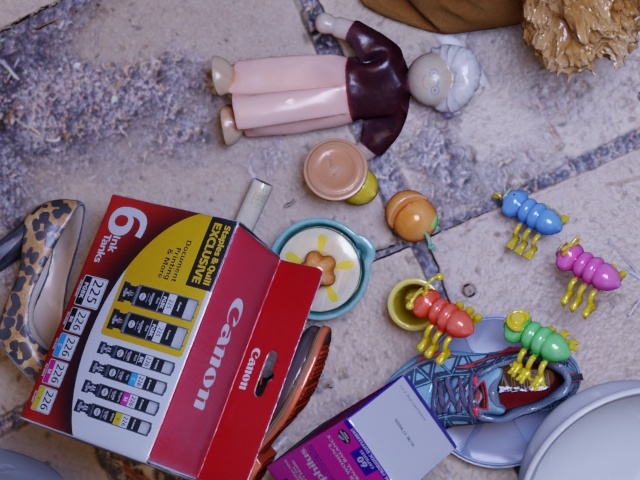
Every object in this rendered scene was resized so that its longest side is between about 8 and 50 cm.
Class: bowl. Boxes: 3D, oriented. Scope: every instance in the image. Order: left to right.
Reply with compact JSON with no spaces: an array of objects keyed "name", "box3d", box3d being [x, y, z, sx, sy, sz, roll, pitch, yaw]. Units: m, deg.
[{"name":"bowl","box3d":[0.365,0.285,1.389,0.298,0.134,0.298,-3,110,-9]}]

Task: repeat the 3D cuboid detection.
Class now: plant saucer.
[{"name":"plant saucer","box3d":[0.019,-0.092,1.453,0.083,0.013,0.083,-1,78,3]}]

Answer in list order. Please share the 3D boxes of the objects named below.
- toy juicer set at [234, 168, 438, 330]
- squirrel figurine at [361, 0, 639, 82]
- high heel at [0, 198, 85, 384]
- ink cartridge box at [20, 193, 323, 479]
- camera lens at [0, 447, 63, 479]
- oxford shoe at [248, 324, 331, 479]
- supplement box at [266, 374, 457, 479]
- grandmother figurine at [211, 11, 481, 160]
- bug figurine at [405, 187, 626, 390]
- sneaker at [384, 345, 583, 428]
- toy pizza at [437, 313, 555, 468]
[{"name":"toy juicer set","box3d":[0.000,0.000,1.476,0.329,0.089,0.209,5,96,8]},{"name":"squirrel figurine","box3d":[0.226,-0.371,1.322,0.397,0.370,0.281,31,92,6]},{"name":"high heel","box3d":[-0.347,0.080,1.515,0.186,0.093,0.261,-36,76,11]},{"name":"ink cartridge box","box3d":[-0.180,0.124,1.402,0.272,0.130,0.309,12,74,28]},{"name":"camera lens","box3d":[-0.465,0.423,1.462,0.219,0.219,0.274,16,91,7]},{"name":"oxford shoe","box3d":[-0.079,0.217,1.487,0.098,0.097,0.271,32,93,12]},{"name":"supplement box","box3d":[0.046,0.270,1.403,0.114,0.220,0.111,-32,84,-37]},{"name":"grandmother figurine","box3d":[0.040,-0.193,1.476,0.342,0.104,0.208,-7,117,8]},{"name":"bug figurine","box3d":[0.247,0.050,1.387,0.216,0.072,0.279,30,63,29]},{"name":"sneaker","box3d":[0.194,0.180,1.406,0.262,0.125,0.104,-14,86,7]},{"name":"toy pizza","box3d":[0.231,0.197,1.481,0.201,0.032,0.201,0,88,7]}]
